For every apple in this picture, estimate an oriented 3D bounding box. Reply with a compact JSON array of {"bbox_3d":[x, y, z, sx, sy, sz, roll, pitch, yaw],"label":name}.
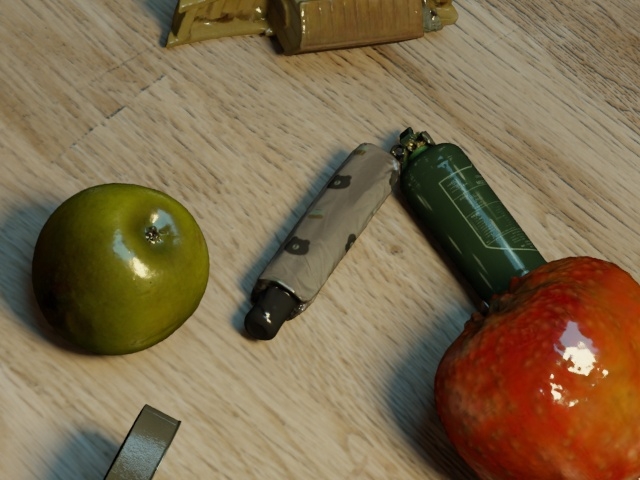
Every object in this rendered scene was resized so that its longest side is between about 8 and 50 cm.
[{"bbox_3d":[-0.216,0.026,2.018,0.196,0.157,0.196,18,53,-25],"label":"apple"}]

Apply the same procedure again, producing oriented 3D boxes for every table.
[{"bbox_3d":[-0.191,0.233,1.885,0.043,0.133,0.133,28,47,-4],"label":"table"}]

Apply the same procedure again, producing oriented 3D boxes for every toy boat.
[{"bbox_3d":[0.003,-0.306,2.417,0.446,0.136,0.162,-7,55,-27],"label":"toy boat"}]

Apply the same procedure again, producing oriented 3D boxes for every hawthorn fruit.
[{"bbox_3d":[0.295,0.190,2.094,0.330,0.287,0.287,48,48,3],"label":"hawthorn fruit"}]

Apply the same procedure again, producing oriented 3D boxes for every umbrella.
[{"bbox_3d":[0.000,0.000,2.213,0.073,0.067,0.337,28,47,9],"label":"umbrella"}]

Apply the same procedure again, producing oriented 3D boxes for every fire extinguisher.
[{"bbox_3d":[0.184,-0.027,2.317,0.311,0.095,0.114,54,13,16],"label":"fire extinguisher"}]
